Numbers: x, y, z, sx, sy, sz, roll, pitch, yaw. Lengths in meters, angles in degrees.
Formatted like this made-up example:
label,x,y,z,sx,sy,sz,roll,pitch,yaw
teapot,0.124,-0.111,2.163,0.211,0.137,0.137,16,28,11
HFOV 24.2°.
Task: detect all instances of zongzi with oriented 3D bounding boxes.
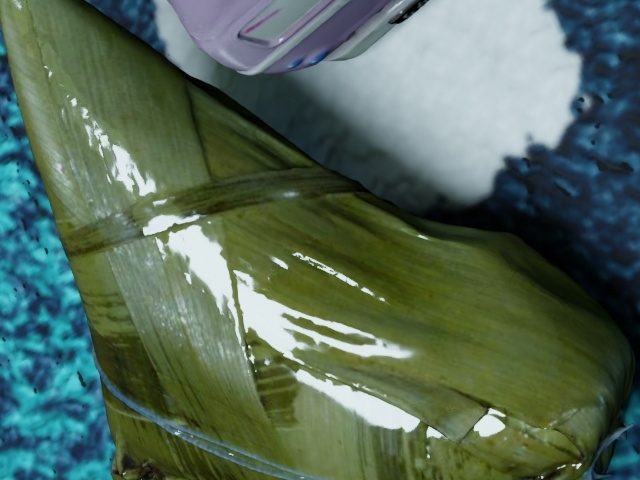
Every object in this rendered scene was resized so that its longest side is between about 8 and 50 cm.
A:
label,x,y,z,sx,sy,sz,roll,pitch,yaw
zongzi,0.000,0.000,0.624,0.251,0.125,0.274,4,126,26

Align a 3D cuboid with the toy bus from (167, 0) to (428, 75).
label,x,y,z,sx,sy,sz,roll,pitch,yaw
toy bus,-0.026,-0.188,0.652,0.142,0.142,0.202,-38,77,28
